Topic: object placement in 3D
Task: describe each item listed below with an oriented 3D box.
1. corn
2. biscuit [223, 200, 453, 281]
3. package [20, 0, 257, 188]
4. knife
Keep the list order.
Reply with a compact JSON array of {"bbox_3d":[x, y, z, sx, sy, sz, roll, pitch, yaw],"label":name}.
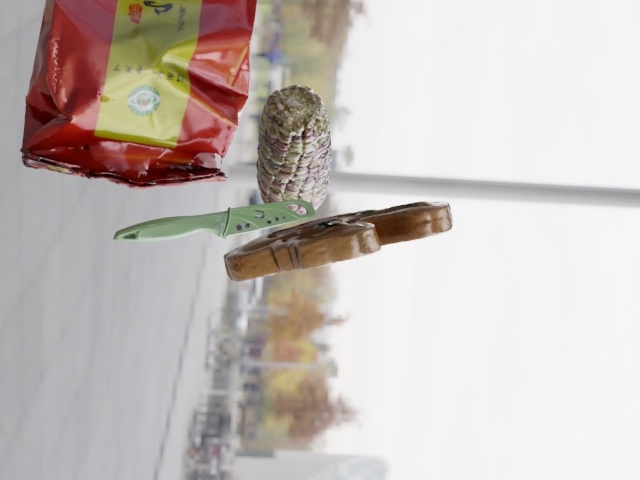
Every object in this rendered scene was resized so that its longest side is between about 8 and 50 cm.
[{"bbox_3d":[-0.035,-0.112,1.763,0.290,0.098,0.098,90,2,-68],"label":"corn"},{"bbox_3d":[0.000,0.000,1.557,0.334,0.202,0.047,-13,-88,60],"label":"biscuit"},{"bbox_3d":[-0.146,-0.248,1.262,0.123,0.196,0.423,160,-61,-71],"label":"package"},{"bbox_3d":[-0.100,-0.015,1.357,0.014,0.207,0.030,148,-70,-66],"label":"knife"}]
